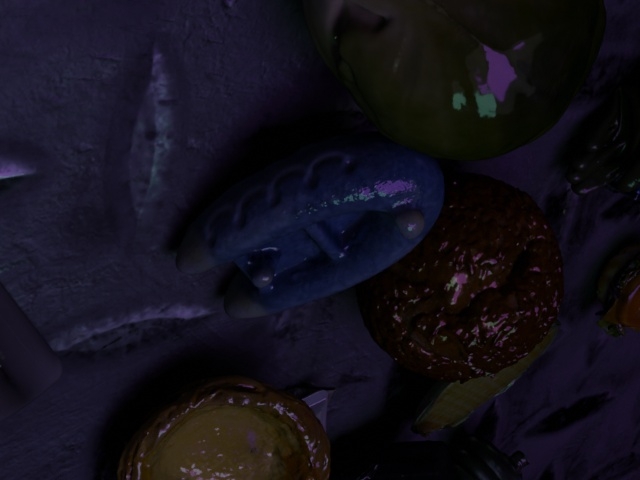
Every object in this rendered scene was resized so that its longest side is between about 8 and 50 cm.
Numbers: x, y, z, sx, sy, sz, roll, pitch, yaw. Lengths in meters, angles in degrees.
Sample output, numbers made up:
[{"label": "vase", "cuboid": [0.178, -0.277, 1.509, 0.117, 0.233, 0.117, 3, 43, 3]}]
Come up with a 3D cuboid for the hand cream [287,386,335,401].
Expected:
[{"label": "hand cream", "cuboid": [-0.013, 0.230, 1.640, 0.102, 0.022, 0.035, 18, 101, -51]}]

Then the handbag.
[{"label": "handbag", "cuboid": [0.114, 0.436, 1.724, 0.182, 0.254, 0.181, -3, 154, 9]}]

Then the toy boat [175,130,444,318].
[{"label": "toy boat", "cuboid": [0.000, 0.000, 1.321, 0.330, 0.123, 0.215, -26, 139, 9]}]

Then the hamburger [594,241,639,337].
[{"label": "hamburger", "cuboid": [0.546, 0.079, 1.944, 0.189, 0.093, 0.164, -52, 137, 3]}]

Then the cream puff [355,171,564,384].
[{"label": "cream puff", "cuboid": [0.189, 0.057, 1.485, 0.303, 0.212, 0.303, -3, 110, -9]}]

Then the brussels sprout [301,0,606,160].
[{"label": "brussels sprout", "cuboid": [0.144, -0.239, 1.210, 0.355, 0.281, 0.289, 24, 103, -38]}]

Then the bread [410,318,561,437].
[{"label": "bread", "cuboid": [0.264, 0.215, 1.800, 0.301, 0.045, 0.301, -31, 155, -17]}]

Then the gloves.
[{"label": "gloves", "cuboid": [0.478, -0.169, 1.673, 0.268, 0.135, 0.107, -42, 166, 12]}]

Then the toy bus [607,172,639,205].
[{"label": "toy bus", "cuboid": [0.538, -0.103, 1.798, 0.185, 0.090, 0.106, 12, 112, -47]}]

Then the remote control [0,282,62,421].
[{"label": "remote control", "cuboid": [-0.379, 0.088, 1.183, 0.109, 0.055, 0.313, -36, 138, -13]}]

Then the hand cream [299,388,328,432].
[{"label": "hand cream", "cuboid": [-0.053, 0.391, 1.671, 0.186, 0.118, 0.358, -20, 127, -19]}]

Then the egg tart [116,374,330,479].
[{"label": "egg tart", "cuboid": [-0.129, 0.291, 1.482, 0.294, 0.123, 0.294, -7, 114, -17]}]

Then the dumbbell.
[{"label": "dumbbell", "cuboid": [0.194, 0.489, 1.902, 0.406, 0.179, 0.179, -34, 138, -15]}]
